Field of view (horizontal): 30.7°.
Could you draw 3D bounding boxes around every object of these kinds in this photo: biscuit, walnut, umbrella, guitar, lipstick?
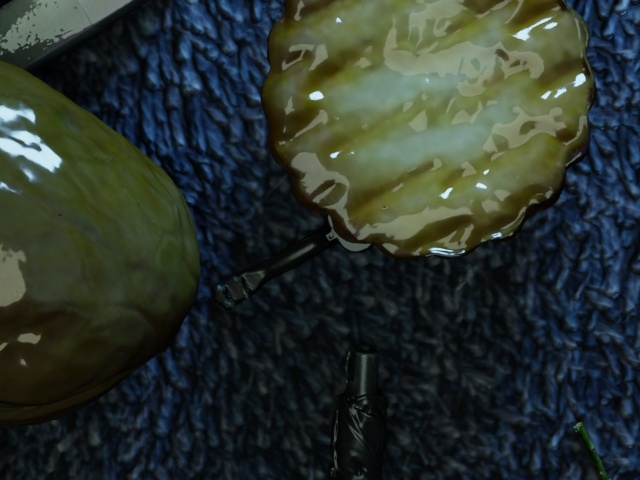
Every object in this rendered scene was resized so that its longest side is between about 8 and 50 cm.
[{"bbox_3d":[0.102,-0.142,1.133,0.326,0.107,0.326,0,87,4],"label":"biscuit"},{"bbox_3d":[-0.310,-0.001,1.094,0.398,0.308,0.354,34,142,-18],"label":"walnut"},{"bbox_3d":[0.044,0.226,1.242,0.066,0.059,0.236,1,98,-16],"label":"umbrella"},{"bbox_3d":[-0.001,0.001,1.218,0.271,0.038,0.084,-30,93,9],"label":"guitar"},{"bbox_3d":[-0.292,-0.217,1.198,0.317,0.066,0.068,-30,95,10],"label":"lipstick"}]

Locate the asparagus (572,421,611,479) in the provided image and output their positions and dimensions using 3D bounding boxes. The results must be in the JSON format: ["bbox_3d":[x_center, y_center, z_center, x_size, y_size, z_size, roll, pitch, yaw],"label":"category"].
[{"bbox_3d":[0.296,0.245,1.239,0.015,0.014,0.114,-25,96,10],"label":"asparagus"}]
